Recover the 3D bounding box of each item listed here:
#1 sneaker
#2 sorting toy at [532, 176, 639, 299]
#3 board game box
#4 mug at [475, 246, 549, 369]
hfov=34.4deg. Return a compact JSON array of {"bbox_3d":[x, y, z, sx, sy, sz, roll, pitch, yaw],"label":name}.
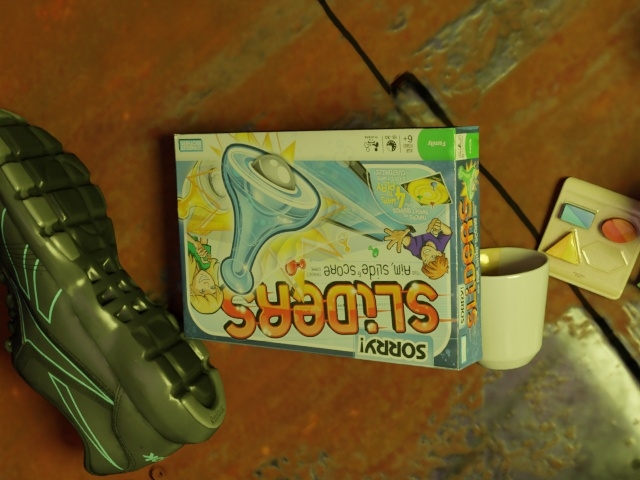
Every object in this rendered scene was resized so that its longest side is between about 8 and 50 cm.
[{"bbox_3d":[-0.175,0.037,0.679,0.106,0.101,0.267,-33,88,19],"label":"sneaker"},{"bbox_3d":[0.178,0.004,0.627,0.083,0.012,0.062,22,102,11],"label":"sorting toy"},{"bbox_3d":[0.000,0.000,0.630,0.201,0.035,0.136,2,98,33],"label":"board game box"},{"bbox_3d":[0.107,0.041,0.636,0.062,0.078,0.064,-11,106,-17],"label":"mug"}]
